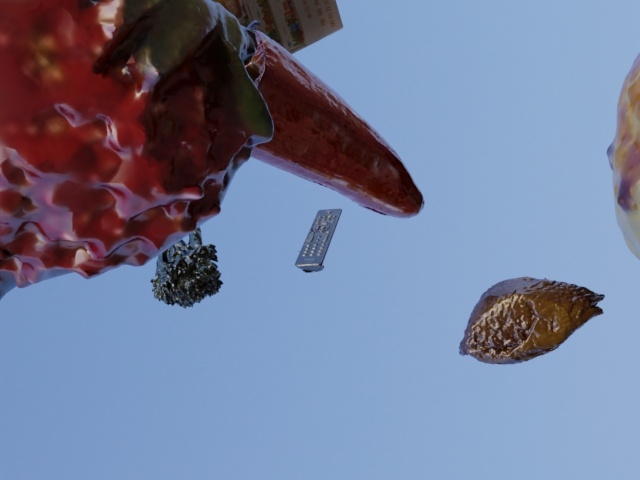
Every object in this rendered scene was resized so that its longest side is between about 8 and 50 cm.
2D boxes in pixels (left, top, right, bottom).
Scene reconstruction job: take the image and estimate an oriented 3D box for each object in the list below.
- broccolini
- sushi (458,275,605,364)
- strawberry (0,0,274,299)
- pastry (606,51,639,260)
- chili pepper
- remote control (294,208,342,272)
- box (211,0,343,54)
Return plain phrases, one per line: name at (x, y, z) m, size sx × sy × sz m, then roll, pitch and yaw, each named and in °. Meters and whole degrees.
broccolini at (-0.181, 0.002, 1.084) m, size 0.091 × 0.202 × 0.068 m, roll -39°, pitch -44°, yaw 7°
sushi at (0.130, 0.048, 0.568) m, size 0.047 × 0.099 × 0.050 m, roll -38°, pitch -67°, yaw -68°
strawberry at (-0.190, -0.067, 0.428) m, size 0.233 × 0.306 × 0.138 m, roll 64°, pitch -173°, yaw 8°
pastry at (0.436, -0.099, 0.779) m, size 0.388 × 0.389 × 0.312 m, roll -34°, pitch -75°, yaw -43°
chili pepper at (0.007, -0.059, 0.582) m, size 0.169 × 0.065 × 0.088 m, roll 29°, pitch -126°, yaw -30°
remote control at (0.000, 0.000, 0.924) m, size 0.091 × 0.034 × 0.016 m, roll -68°, pitch -34°, yaw -46°
box at (-0.063, -0.311, 1.220) m, size 0.220 × 0.032 × 0.122 m, roll -36°, pitch -61°, yaw -36°
